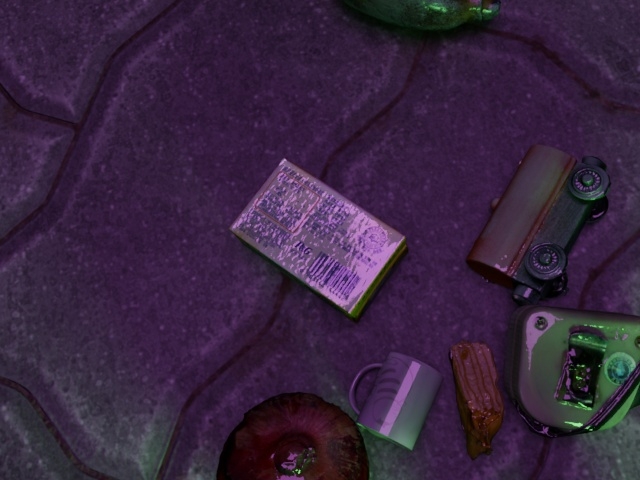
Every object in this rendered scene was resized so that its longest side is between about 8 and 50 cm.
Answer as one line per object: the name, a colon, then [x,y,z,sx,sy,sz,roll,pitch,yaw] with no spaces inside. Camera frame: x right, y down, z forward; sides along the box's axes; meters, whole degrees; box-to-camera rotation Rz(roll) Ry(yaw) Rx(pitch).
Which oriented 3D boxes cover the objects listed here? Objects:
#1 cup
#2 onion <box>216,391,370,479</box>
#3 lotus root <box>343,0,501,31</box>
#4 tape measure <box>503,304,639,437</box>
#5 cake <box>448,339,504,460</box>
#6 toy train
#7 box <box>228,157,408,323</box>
cup: [0.110,0.248,1.309,0.136,0.099,0.133,24,78,13]
onion: [-0.042,0.352,1.249,0.246,0.190,0.246,-2,60,4]
lotus root: [0.165,-0.453,1.499,0.322,0.158,0.140,25,80,7]
tape measure: [0.411,0.202,1.260,0.235,0.115,0.207,6,85,-3]
cake: [0.258,0.260,1.320,0.079,0.116,0.185,-13,39,-1]
toy train: [0.364,-0.032,1.366,0.177,0.116,0.285,26,78,27]
box: [0.000,0.000,1.403,0.265,0.097,0.168,33,79,15]
